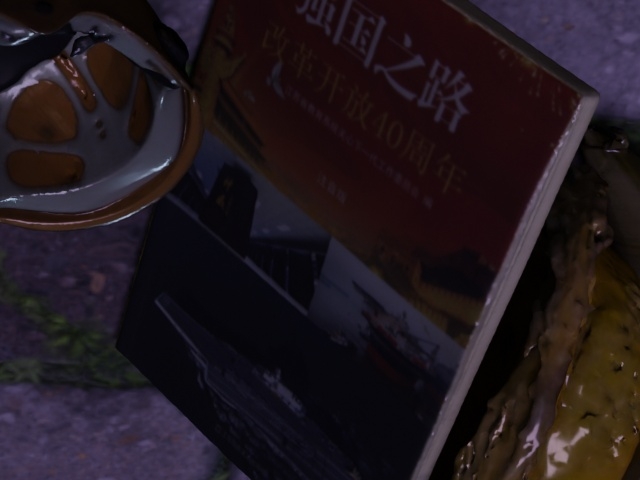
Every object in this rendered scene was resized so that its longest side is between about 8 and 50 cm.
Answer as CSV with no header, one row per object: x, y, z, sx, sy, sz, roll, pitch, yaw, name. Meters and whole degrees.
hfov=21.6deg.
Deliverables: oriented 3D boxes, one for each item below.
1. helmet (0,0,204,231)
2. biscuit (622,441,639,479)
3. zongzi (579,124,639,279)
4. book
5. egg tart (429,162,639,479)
-0.177,-0.102,0.966,0.198,0.130,0.224,-26,152,21,helmet
0.296,0.156,1.297,0.174,0.039,0.183,-4,127,-6,biscuit
0.412,0.058,1.205,0.447,0.181,0.418,-20,94,-24,zongzi
0.000,0.000,1.018,0.028,0.262,0.374,-17,137,-43,book
0.136,0.090,1.075,0.118,0.288,0.288,19,121,-5,egg tart
